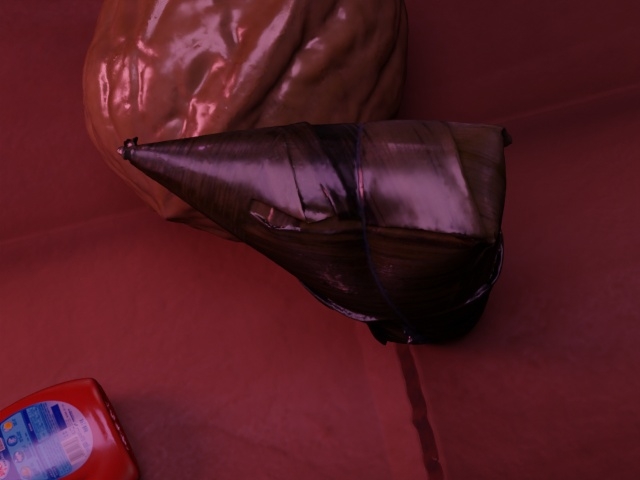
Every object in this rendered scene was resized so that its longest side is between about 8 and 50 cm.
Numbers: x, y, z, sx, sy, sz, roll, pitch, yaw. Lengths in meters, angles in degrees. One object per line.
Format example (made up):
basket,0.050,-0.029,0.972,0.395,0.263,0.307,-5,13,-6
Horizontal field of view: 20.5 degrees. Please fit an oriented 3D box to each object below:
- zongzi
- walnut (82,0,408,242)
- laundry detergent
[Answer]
zongzi,0.000,0.000,1.164,0.242,0.221,0.112,2,63,3
walnut,-0.052,-0.123,1.248,0.225,0.225,0.261,22,68,17
laundry detergent,-0.212,0.165,1.220,0.165,0.049,0.097,-26,68,-2
